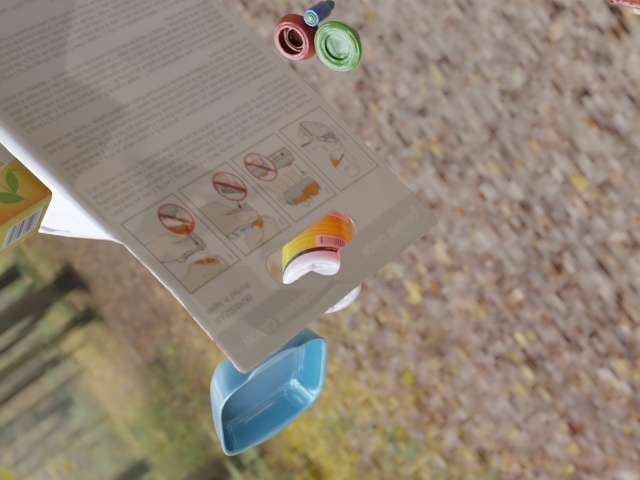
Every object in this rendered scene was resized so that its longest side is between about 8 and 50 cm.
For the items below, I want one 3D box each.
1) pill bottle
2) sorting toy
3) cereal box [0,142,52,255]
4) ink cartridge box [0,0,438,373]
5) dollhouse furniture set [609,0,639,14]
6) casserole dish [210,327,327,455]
[{"bbox_3d":[0.000,0.000,1.380,0.116,0.065,0.065,-92,-20,-49],"label":"pill bottle"},{"bbox_3d":[0.004,-0.203,1.617,0.102,0.042,0.061,13,124,29],"label":"sorting toy"},{"bbox_3d":[-0.314,-0.059,1.059,0.240,0.173,0.047,42,136,12],"label":"cereal box"},{"bbox_3d":[-0.129,-0.072,1.308,0.385,0.308,0.091,45,128,8],"label":"ink cartridge box"},{"bbox_3d":[0.153,-0.229,1.228,0.262,0.259,0.135,-150,59,-62],"label":"dollhouse furniture set"},{"bbox_3d":[-0.050,0.128,1.473,0.037,0.114,0.188,51,163,20],"label":"casserole dish"}]
